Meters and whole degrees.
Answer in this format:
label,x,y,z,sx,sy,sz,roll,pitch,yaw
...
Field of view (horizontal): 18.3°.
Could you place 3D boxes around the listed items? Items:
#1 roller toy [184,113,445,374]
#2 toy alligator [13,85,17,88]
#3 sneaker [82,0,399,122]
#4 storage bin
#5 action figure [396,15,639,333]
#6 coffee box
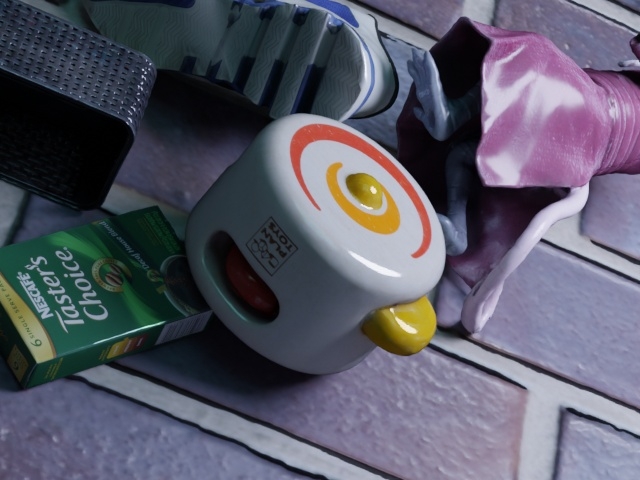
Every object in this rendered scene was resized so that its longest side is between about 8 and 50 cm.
label,x,y,z,sx,sy,sz,roll,pitch,yaw
roller toy,0.000,0.000,1.623,0.191,0.146,0.209,26,35,-25
toy alligator,-0.243,-0.144,1.711,0.189,0.056,0.051,12,89,-20
sneaker,-0.054,-0.181,1.801,0.315,0.127,0.182,31,10,25
storage bin,-0.240,-0.117,1.635,0.180,0.122,0.084,22,46,-11
action figure,0.252,-0.108,1.809,0.370,0.248,0.276,-9,59,-31
coffee box,-0.182,0.043,1.588,0.184,0.040,0.113,-16,62,-37
